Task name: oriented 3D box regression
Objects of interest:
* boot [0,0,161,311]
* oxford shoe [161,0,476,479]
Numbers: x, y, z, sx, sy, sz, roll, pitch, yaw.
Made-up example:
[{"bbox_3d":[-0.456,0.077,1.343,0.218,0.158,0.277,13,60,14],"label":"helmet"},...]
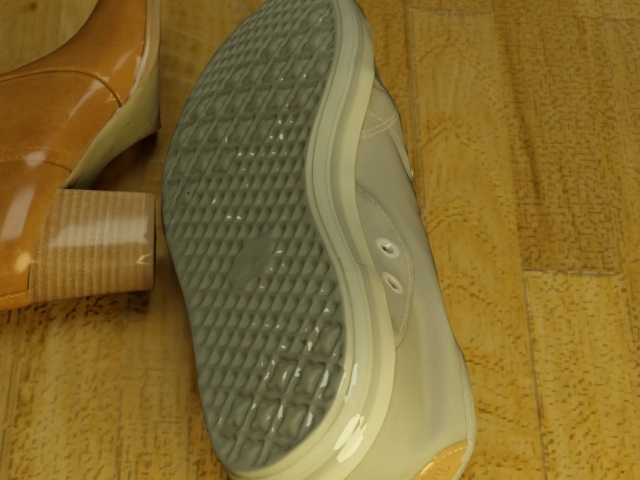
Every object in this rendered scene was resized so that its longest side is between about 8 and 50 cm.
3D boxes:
[{"bbox_3d":[-0.208,-0.083,1.207,0.211,0.104,0.295,1,52,-4],"label":"boot"},{"bbox_3d":[0.000,0.000,1.144,0.130,0.169,0.449,35,28,-31],"label":"oxford shoe"}]
